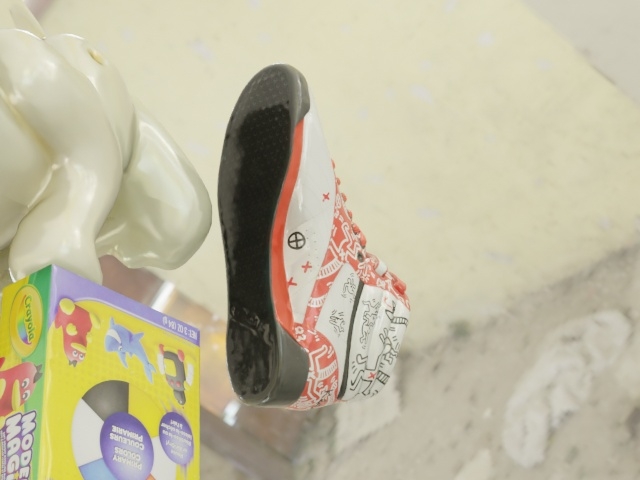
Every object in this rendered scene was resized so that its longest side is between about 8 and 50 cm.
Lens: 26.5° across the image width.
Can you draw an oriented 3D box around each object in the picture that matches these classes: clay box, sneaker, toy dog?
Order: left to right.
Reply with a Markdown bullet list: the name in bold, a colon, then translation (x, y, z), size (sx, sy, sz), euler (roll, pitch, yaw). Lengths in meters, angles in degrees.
- **toy dog**: translation (-0.274, -0.092, 0.891), size (0.285, 0.395, 0.408), euler (-19, -5, 6)
- **clay box**: translation (-0.129, 0.138, 0.788), size (0.053, 0.127, 0.222), euler (-25, 54, 32)
- **sneaker**: translation (-0.001, 0.001, 1.092), size (0.090, 0.145, 0.270), euler (-7, 80, 46)
